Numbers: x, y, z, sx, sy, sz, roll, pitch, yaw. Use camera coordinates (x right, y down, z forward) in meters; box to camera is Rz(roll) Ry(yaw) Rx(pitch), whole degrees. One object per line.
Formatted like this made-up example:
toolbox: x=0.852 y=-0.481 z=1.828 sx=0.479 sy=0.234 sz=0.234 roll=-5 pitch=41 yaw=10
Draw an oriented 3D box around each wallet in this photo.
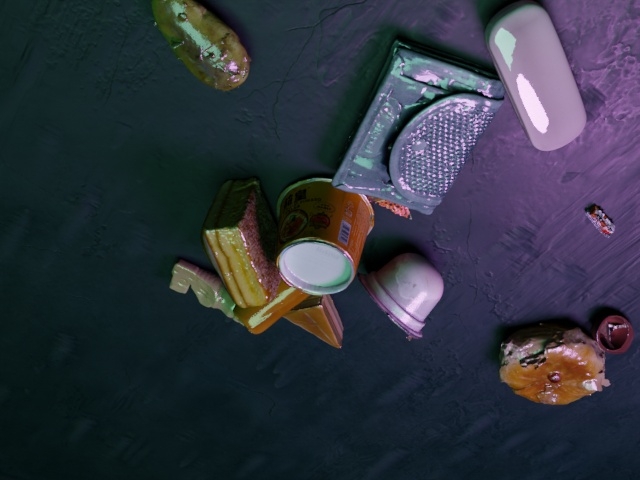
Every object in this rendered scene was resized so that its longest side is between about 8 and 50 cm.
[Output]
wallet: x=0.186 y=-0.198 z=1.479 sx=0.237 sy=0.075 sz=0.342 roll=16 pitch=131 yaw=-13

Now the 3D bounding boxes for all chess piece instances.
chess piece: x=-0.262 y=0.116 z=1.827 sx=0.200 sy=0.090 sz=0.090 roll=26 pitch=130 yaw=-6

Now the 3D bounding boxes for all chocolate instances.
chocolate: x=0.199 y=0.106 z=1.706 sx=0.147 sy=0.221 sz=0.221 roll=-40 pitch=120 yaw=6

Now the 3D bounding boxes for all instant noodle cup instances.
instant noodle cup: x=0.000 y=0.000 z=1.613 sx=0.216 sy=0.172 sz=0.215 roll=5 pitch=135 yaw=5

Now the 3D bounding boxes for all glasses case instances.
glasses case: x=0.385 y=-0.286 z=1.364 sx=0.113 sy=0.075 sz=0.297 roll=-29 pitch=123 yaw=8

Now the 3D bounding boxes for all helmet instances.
helmet: x=0.669 y=0.213 z=1.795 sx=0.111 sy=0.057 sz=0.089 roll=30 pitch=87 yaw=-24

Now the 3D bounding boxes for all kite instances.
kite: x=0.119 y=-0.124 z=1.603 sx=0.222 sy=0.008 sz=0.125 roll=20 pitch=129 yaw=-11

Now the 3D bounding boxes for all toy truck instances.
toy truck: x=0.586 y=-0.038 z=1.603 sx=0.083 sy=0.024 sz=0.032 roll=40 pitch=147 yaw=-23

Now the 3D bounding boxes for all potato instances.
potato: x=-0.216 y=-0.361 z=1.376 sx=0.117 sy=0.090 sz=0.225 roll=-25 pitch=125 yaw=26

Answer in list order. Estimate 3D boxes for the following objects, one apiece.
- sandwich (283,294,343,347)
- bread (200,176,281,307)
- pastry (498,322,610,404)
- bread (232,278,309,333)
sandwich: x=-0.021 y=0.189 z=1.855 sx=0.113 sy=0.079 sz=0.163 roll=-9 pitch=131 yaw=18
bread: x=-0.162 y=0.008 z=1.638 sx=0.111 sy=0.184 sz=0.234 roll=-6 pitch=129 yaw=18
pastry: x=0.557 y=0.307 z=1.853 sx=0.257 sy=0.120 sz=0.235 roll=-12 pitch=129 yaw=18
bread: x=-0.090 y=0.125 z=1.754 sx=0.239 sy=0.074 sz=0.092 roll=-39 pitch=122 yaw=6
